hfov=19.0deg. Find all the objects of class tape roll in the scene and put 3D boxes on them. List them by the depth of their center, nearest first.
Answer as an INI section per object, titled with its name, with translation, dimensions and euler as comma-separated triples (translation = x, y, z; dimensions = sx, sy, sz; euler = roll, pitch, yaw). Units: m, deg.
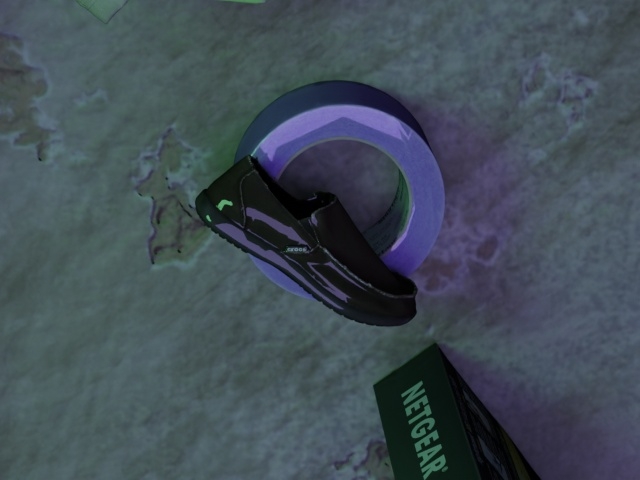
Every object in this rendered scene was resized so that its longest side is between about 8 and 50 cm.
[tape roll]
translation = 0.015, -0.044, 1.728
dimensions = 0.189, 0.080, 0.189
euler = -2, 110, -5

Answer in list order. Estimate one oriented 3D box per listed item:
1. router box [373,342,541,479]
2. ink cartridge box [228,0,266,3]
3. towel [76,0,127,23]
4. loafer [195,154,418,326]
[router box]
translation = 0.160, 0.260, 1.731
dimensions = 0.081, 0.309, 0.243
euler = -35, 109, 8
[ink cartridge box]
translation = -0.131, -0.386, 1.566
dimensions = 0.207, 0.119, 0.353
euler = 4, 111, -6
[towel]
translation = -0.192, -0.373, 1.473
dimensions = 0.324, 0.056, 0.312
euler = 37, 104, -16
[loafer]
translation = 0.000, 0.000, 1.657
dimensions = 0.220, 0.080, 0.078
euler = 30, 106, -15
